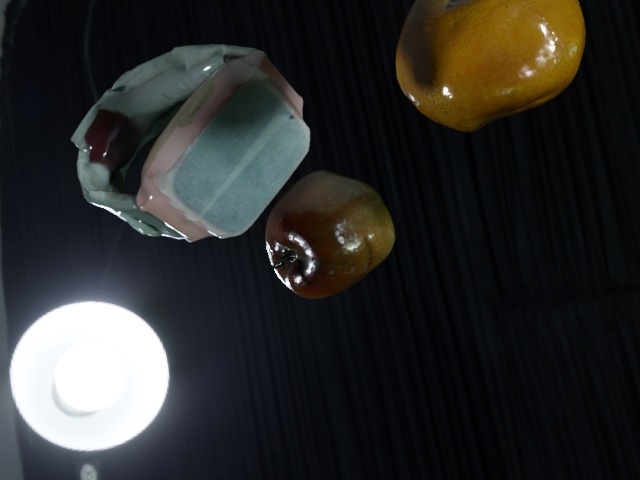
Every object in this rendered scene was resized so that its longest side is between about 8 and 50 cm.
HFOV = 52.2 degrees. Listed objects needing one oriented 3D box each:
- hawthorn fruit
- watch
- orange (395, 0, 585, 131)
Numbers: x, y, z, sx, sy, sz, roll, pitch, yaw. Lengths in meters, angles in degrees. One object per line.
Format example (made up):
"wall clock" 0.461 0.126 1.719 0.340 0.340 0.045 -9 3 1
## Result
"hawthorn fruit" 0.000 0.000 1.436 0.301 0.267 0.268 -35 -174 -27
"watch" -0.169 -0.123 0.785 0.241 0.253 0.162 35 174 39
"orange" 0.224 -0.263 0.867 0.249 0.249 0.183 -13 139 21
